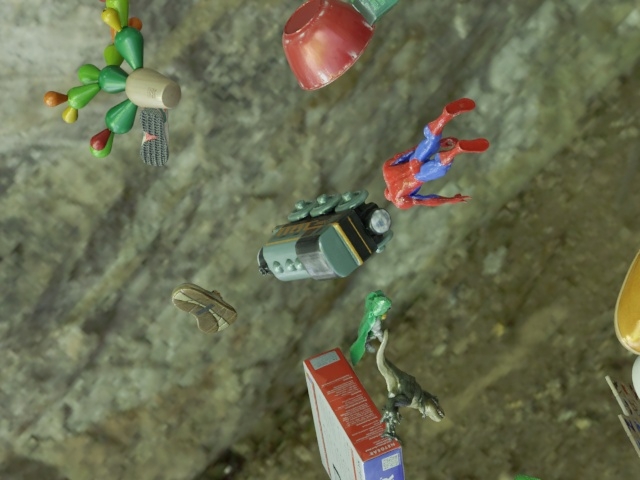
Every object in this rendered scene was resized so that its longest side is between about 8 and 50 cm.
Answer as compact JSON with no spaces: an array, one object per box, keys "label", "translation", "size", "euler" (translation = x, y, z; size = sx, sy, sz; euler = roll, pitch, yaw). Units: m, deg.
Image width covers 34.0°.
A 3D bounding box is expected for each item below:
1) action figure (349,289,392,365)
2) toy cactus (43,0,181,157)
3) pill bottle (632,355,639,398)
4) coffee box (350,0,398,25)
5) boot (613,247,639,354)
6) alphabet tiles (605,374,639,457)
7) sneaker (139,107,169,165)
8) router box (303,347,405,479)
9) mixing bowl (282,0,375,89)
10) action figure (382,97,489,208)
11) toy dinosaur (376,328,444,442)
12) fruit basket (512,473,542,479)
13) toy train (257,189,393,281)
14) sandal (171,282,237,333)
[{"label":"action figure","translation":[0.106,0.155,2.043],"size":[0.232,0.064,0.137],"euler":[102,179,-68]},{"label":"toy cactus","translation":[-0.256,-0.208,1.335],"size":[0.112,0.181,0.218],"euler":[9,-81,-53]},{"label":"pill bottle","translation":[0.546,0.124,1.373],"size":[0.181,0.182,0.323],"euler":[-50,-9,-36]},{"label":"coffee box","translation":[0.086,-0.321,1.065],"size":[0.184,0.113,0.040],"euler":[-40,2,-5]},{"label":"boot","translation":[0.441,0.002,1.086],"size":[0.295,0.104,0.211],"euler":[-49,4,-6]},{"label":"alphabet tiles","translation":[0.554,0.337,1.752],"size":[0.009,0.237,0.198],"euler":[-36,-33,23]},{"label":"sneaker","translation":[-0.301,-0.209,1.938],"size":[0.161,0.057,0.075],"euler":[96,-175,-52]},{"label":"router box","translation":[0.076,0.438,2.117],"size":[0.082,0.335,0.301],"euler":[-19,40,-13]},{"label":"mixing bowl","translation":[-0.002,-0.371,1.883],"size":[0.181,0.098,0.181],"euler":[-33,32,24]},{"label":"action figure","translation":[0.184,-0.116,1.518],"size":[0.139,0.091,0.280],"euler":[-10,-13,-24]},{"label":"toy dinosaur","translation":[0.129,0.258,1.712],"size":[0.268,0.064,0.118],"euler":[54,-132,-49]},{"label":"fruit basket","translation":[0.326,0.568,1.556],"size":[0.283,0.392,0.392],"euler":[-50,2,-42]},{"label":"toy train","translation":[0.000,0.000,2.098],"size":[0.190,0.142,0.334],"euler":[-40,17,-30]},{"label":"sandal","translation":[-0.199,0.107,1.797],"size":[0.072,0.049,0.180],"euler":[-26,-34,12]}]
